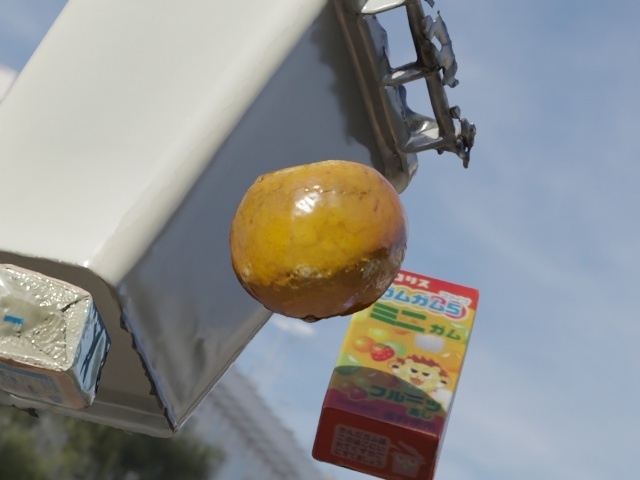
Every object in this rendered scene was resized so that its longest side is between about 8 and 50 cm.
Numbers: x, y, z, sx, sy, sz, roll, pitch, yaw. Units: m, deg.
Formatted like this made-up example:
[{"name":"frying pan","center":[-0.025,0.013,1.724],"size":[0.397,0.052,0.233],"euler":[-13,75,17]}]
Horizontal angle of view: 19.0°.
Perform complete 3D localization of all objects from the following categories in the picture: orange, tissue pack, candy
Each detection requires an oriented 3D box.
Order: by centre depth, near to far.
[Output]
[{"name":"orange","center":[0.000,0.000,0.857],"size":[0.083,0.070,0.083],"euler":[-8,7,1]},{"name":"candy","center":[0.040,0.067,0.965],"size":[0.062,0.122,0.038],"euler":[15,-51,5]},{"name":"tissue pack","center":[-0.166,0.057,1.120],"size":[0.074,0.059,0.094],"euler":[17,-18,5]}]

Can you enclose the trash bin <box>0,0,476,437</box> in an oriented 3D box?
[{"name":"trash bin","center":[-0.093,-0.050,1.393],"size":[0.296,0.368,0.256],"euler":[10,-42,28]}]
